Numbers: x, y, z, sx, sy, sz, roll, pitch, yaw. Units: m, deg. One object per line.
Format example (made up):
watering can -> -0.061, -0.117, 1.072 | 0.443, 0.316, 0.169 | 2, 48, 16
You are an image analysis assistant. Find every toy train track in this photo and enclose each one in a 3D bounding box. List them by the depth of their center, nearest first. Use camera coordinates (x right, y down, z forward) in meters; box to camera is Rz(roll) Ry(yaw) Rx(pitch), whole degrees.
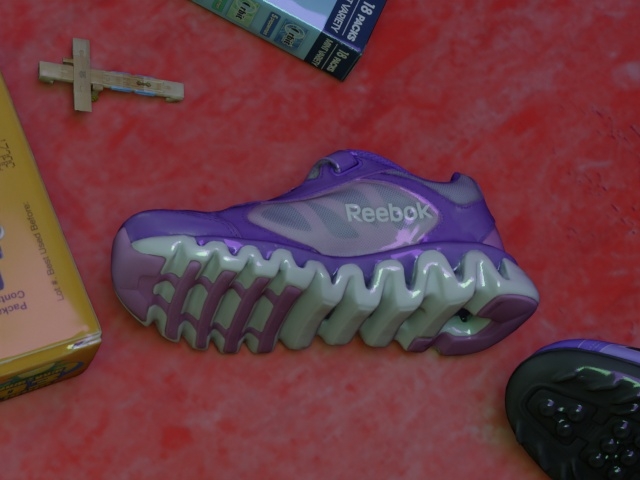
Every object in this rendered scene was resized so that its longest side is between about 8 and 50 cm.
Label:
toy train track -> -0.118, -0.087, 0.916 | 0.083, 0.014, 0.048 | 7, 60, -22

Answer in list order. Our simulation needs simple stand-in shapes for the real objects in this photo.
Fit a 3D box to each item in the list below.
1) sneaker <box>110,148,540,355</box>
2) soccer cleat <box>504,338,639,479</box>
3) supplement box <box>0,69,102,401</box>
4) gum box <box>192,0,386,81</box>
sneaker -> 0.000, 0.000, 0.882 | 0.236, 0.095, 0.104 | 4, 61, -22
soccer cleat -> 0.252, 0.113, 0.921 | 0.318, 0.108, 0.116 | 19, 42, -7
supplement box -> -0.190, -0.033, 0.835 | 0.078, 0.080, 0.233 | -17, 74, -23
gum box -> -0.034, -0.205, 0.975 | 0.184, 0.041, 0.157 | 27, 63, -6
